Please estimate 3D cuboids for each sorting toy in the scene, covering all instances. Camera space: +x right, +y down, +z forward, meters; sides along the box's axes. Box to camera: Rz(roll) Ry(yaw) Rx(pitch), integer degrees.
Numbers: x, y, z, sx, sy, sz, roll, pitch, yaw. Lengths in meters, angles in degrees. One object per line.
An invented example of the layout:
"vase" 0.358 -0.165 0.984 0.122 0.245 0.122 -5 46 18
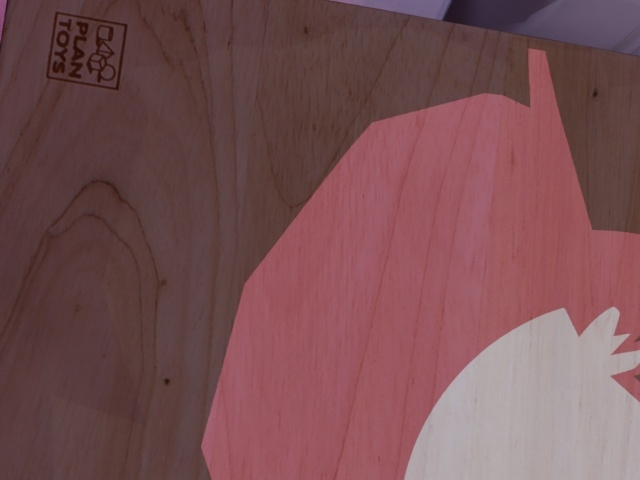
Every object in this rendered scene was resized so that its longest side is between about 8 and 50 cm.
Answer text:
"sorting toy" 0.000 0.053 0.601 0.255 0.089 0.257 9 81 -12

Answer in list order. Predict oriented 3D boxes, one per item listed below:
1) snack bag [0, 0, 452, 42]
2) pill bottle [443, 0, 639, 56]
"snack bag" -0.128 -0.053 0.642 0.342 0.037 0.323 24 76 -18
"pill bottle" 0.217 -0.136 0.830 0.361 0.204 0.204 10 87 -36
